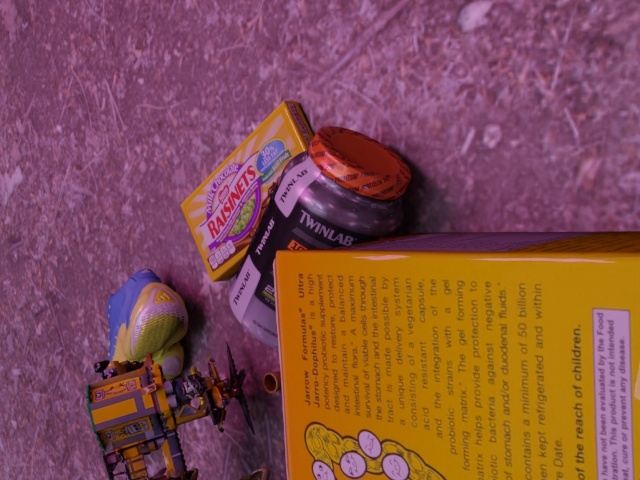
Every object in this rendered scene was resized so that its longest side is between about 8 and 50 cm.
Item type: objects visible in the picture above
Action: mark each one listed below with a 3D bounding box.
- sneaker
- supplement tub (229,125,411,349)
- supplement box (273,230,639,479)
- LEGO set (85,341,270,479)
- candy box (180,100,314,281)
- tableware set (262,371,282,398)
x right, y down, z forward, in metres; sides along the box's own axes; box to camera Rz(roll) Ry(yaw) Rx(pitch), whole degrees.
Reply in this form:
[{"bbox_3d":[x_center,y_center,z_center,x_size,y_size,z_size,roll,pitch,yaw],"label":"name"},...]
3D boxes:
[{"bbox_3d":[-0.226,0.140,0.960,0.126,0.091,0.240,56,130,46],"label":"sneaker"},{"bbox_3d":[0.000,0.000,0.699,0.117,0.117,0.190,44,122,30],"label":"supplement tub"},{"bbox_3d":[0.163,0.095,0.508,0.356,0.194,0.195,0,94,43],"label":"supplement box"},{"bbox_3d":[-0.082,0.244,0.730,0.255,0.192,0.331,103,149,-69],"label":"LEGO set"},{"bbox_3d":[-0.073,-0.047,0.822,0.206,0.027,0.105,-38,67,38],"label":"candy box"},{"bbox_3d":[0.000,0.145,0.779,0.154,0.024,0.104,-18,82,43],"label":"tableware set"}]
